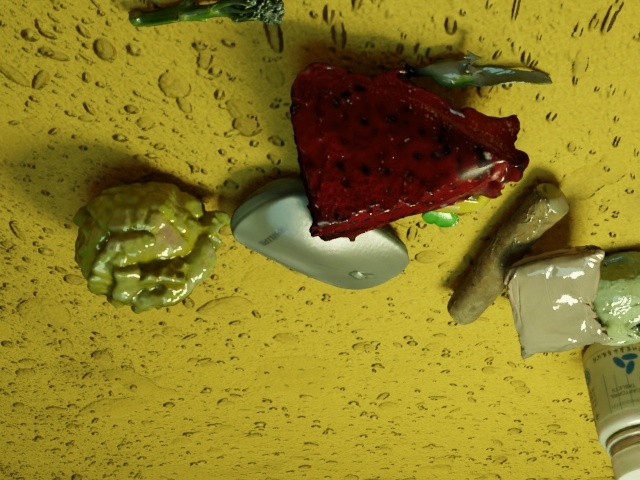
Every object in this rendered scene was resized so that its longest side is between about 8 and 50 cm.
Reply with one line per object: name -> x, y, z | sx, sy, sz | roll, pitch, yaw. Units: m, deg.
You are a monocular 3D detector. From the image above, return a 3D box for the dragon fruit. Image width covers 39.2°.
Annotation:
dragon fruit -> 0.117, -0.143, 1.343 | 0.329, 0.228, 0.286 | -16, 171, -1

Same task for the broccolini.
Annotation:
broccolini -> -0.154, -0.301, 1.190 | 0.216, 0.058, 0.067 | -6, 144, 9

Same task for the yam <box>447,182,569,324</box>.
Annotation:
yam -> 0.325, 0.027, 1.578 | 0.081, 0.081, 0.357 | 13, 140, -15

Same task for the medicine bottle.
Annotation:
medicine bottle -> 0.629, 0.342, 1.790 | 0.170, 0.293, 0.170 | -1, 141, -1

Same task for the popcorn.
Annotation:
popcorn -> -0.284, 0.015, 1.479 | 0.259, 0.212, 0.259 | 7, 144, 5

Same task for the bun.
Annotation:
bun -> 0.558, 0.116, 1.655 | 0.221, 0.108, 0.221 | 2, 141, 1

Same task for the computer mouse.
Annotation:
computer mouse -> 0.000, 0.006, 1.548 | 0.331, 0.095, 0.197 | 26, 139, -28

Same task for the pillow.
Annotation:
pillow -> 0.417, 0.115, 1.570 | 0.173, 0.067, 0.270 | -9, 134, 16

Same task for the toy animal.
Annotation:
toy animal -> 0.228, -0.238, 1.265 | 0.217, 0.041, 0.075 | 1, 172, -1

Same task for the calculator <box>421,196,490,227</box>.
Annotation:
calculator -> 0.215, -0.105, 1.449 | 0.146, 0.032, 0.235 | 6, 140, -6
